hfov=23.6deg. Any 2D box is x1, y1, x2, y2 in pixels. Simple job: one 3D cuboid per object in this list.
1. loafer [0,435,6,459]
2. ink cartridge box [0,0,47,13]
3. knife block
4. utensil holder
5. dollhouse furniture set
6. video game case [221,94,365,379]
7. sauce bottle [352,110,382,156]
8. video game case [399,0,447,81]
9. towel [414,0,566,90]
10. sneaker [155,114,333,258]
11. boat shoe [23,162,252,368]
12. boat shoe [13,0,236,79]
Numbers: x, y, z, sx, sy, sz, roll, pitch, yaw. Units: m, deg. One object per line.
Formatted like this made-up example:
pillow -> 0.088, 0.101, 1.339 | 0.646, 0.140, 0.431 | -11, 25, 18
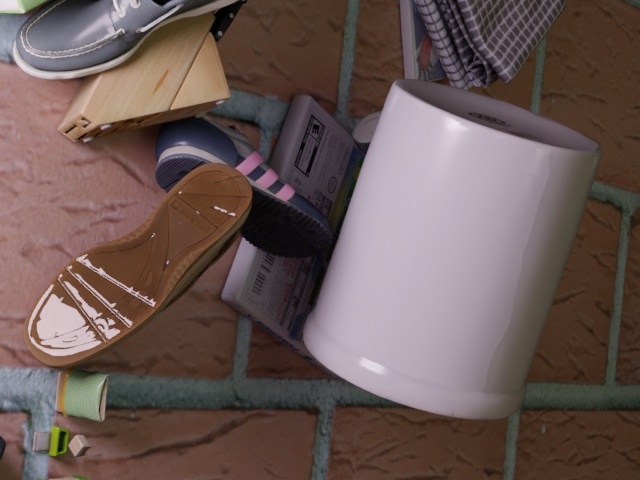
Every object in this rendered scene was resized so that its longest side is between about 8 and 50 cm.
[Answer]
loafer -> -0.421, 0.283, 1.742 | 0.170, 0.062, 0.061 | -49, 169, -46
ink cartridge box -> -0.291, -0.421, 1.773 | 0.353, 0.119, 0.207 | -39, 122, -42
knife block -> -0.217, -0.266, 1.899 | 0.275, 0.088, 0.242 | -16, 86, -31
utensil holder -> 0.183, 0.004, 2.119 | 0.327, 0.327, 0.386 | -2, 113, -52
dollhouse furniture set -> -0.308, 0.229, 1.853 | 0.058, 0.076, 0.152 | 6, 90, -53
video game case -> 0.000, 0.000, 2.259 | 0.300, 0.036, 0.329 | 40, 62, -46
sauce bottle -> 0.150, -0.051, 2.330 | 0.111, 0.111, 0.344 | -56, 132, -32
video game case -> 0.190, -0.362, 2.474 | 0.183, 0.023, 0.201 | -18, 108, -50
towel -> 0.281, -0.407, 2.471 | 0.284, 0.121, 0.235 | -53, 130, -35
sneaker -> -0.093, -0.085, 2.055 | 0.319, 0.112, 0.131 | 35, 40, -44
boat shoe -> -0.218, 0.047, 1.900 | 0.342, 0.123, 0.123 | -45, 163, -20
boat shoe -> -0.219, -0.295, 1.799 | 0.319, 0.116, 0.099 | -26, 159, -15
